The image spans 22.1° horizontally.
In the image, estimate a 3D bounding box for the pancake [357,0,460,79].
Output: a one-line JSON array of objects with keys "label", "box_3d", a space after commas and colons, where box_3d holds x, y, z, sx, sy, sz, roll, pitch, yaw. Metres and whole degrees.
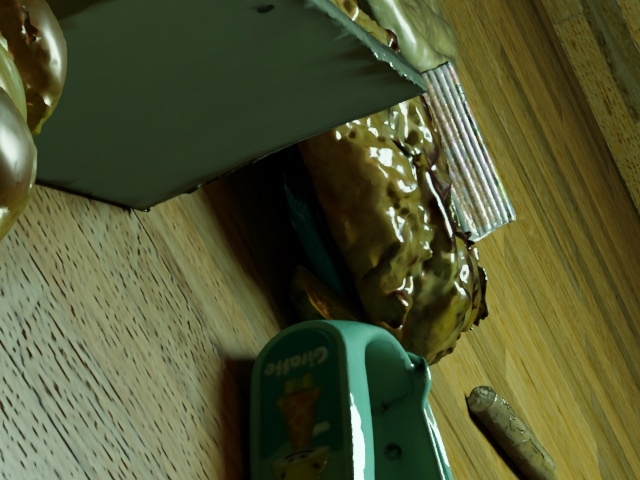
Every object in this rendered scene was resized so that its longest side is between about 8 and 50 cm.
[{"label": "pancake", "box_3d": [0.069, -0.262, 1.603, 0.294, 0.049, 0.294, 56, 18, -30]}]

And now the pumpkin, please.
[{"label": "pumpkin", "box_3d": [0.002, 0.049, 1.002, 0.083, 0.028, 0.050, 47, 17, -32]}]

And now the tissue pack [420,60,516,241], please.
[{"label": "tissue pack", "box_3d": [0.106, -0.070, 1.389, 0.108, 0.060, 0.148, 157, -89, -79]}]

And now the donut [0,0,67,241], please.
[{"label": "donut", "box_3d": [-0.167, -0.076, 0.461, 0.227, 0.113, 0.227, 57, 20, -33]}]

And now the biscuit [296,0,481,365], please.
[{"label": "biscuit", "box_3d": [0.040, -0.056, 1.101, 0.334, 0.081, 0.289, 31, 38, -77]}]

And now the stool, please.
[{"label": "stool", "box_3d": [-0.099, -0.168, 0.708, 0.269, 0.170, 0.244, 20, 50, -69]}]

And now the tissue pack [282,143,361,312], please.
[{"label": "tissue pack", "box_3d": [0.000, 0.000, 1.061, 0.085, 0.028, 0.138, -85, 152, -65]}]

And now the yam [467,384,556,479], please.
[{"label": "yam", "box_3d": [0.163, 0.166, 1.368, 0.145, 0.032, 0.032, 49, 24, -45]}]

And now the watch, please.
[{"label": "watch", "box_3d": [0.029, 0.143, 0.892, 0.195, 0.068, 0.237, 54, 22, -43]}]

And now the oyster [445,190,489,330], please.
[{"label": "oyster", "box_3d": [0.087, -0.011, 1.311, 0.105, 0.056, 0.177, -102, 169, -78]}]
